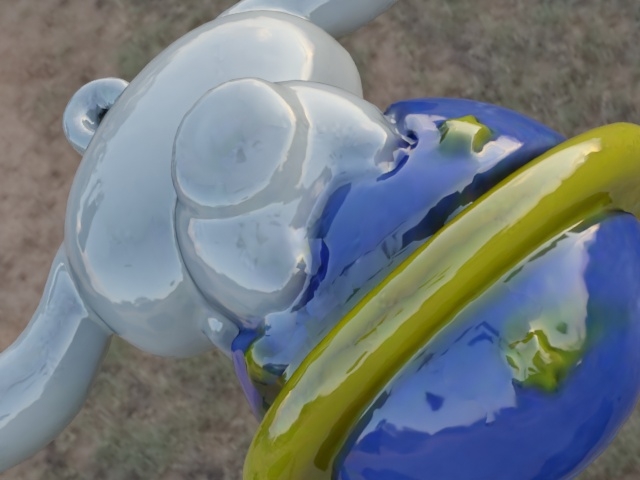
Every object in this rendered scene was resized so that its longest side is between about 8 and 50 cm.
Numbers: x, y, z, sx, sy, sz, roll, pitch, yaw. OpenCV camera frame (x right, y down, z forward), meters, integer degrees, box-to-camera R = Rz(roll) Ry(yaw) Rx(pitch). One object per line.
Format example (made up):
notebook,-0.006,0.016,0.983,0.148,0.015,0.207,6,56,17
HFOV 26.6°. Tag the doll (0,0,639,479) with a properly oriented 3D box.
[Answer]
doll,-0.020,0.017,0.495,0.311,0.159,0.243,-38,81,-1
